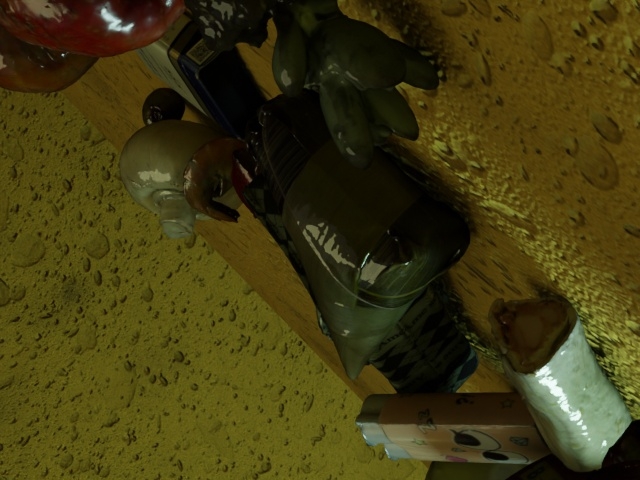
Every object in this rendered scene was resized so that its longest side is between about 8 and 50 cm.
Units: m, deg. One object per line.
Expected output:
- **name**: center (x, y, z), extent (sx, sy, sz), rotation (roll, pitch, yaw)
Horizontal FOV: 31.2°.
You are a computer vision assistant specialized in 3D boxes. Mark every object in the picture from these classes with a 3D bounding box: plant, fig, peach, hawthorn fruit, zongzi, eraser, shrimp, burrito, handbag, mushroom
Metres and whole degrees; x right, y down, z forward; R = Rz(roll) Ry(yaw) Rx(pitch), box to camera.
- **plant**: center (-0.014, -0.189, 1.013), extent (0.274, 0.146, 0.149), rotation (48, 167, -16)
- **fig**: center (-0.289, -0.250, 2.159), extent (0.082, 0.098, 0.084), rotation (4, 118, 15)
- **peach**: center (-0.090, -0.064, 1.899), extent (0.189, 0.068, 0.279), rotation (54, -170, 36)
- **hawthorn fruit**: center (-0.437, -0.359, 1.798), extent (0.277, 0.277, 0.298), rotation (44, 179, 11)
- **zongzi**: center (0.000, 0.000, 1.433), extent (0.289, 0.154, 0.318), rotation (47, 136, 17)
- **eraser**: center (0.218, 0.280, 1.703), extent (0.290, 0.087, 0.171), rotation (-5, 149, 33)
- **shrimp**: center (-0.141, -0.087, 2.028), extent (0.248, 0.150, 0.068), rotation (37, -165, -37)
- **burrito**: center (0.293, 0.179, 1.380), extent (0.143, 0.105, 0.299), rotation (50, 177, 45)
- **handbag**: center (0.058, 0.064, 1.753), extent (0.317, 0.180, 0.416), rotation (49, 179, 35)
- **mushroom**: center (-0.249, -0.108, 2.102), extent (0.246, 0.202, 0.246), rotation (2, 158, 1)
- **hawthorn fruit**: center (-0.262, -0.323, 1.273), extent (0.261, 0.258, 0.258), rotation (26, 168, 6)

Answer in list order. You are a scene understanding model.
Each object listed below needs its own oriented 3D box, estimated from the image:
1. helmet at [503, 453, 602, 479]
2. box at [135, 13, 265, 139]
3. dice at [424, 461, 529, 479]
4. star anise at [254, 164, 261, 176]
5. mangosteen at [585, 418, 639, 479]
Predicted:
- **helmet**: center (0.381, 0.386, 1.480), extent (0.337, 0.230, 0.385), rotation (45, -179, -17)
- **box**: center (-0.197, -0.267, 1.692), extent (0.259, 0.071, 0.168), rotation (38, 168, 36)
- **dice**: center (0.324, 0.415, 1.833), extent (0.238, 0.233, 0.227), rotation (38, 169, 41)
- **star anise**: center (-0.066, -0.117, 1.782), extent (0.191, 0.070, 0.097), rotation (48, 168, -29)
- **mangosteen**: center (0.399, 0.355, 1.006), extent (0.380, 0.422, 0.381), rotation (5, 157, 2)
